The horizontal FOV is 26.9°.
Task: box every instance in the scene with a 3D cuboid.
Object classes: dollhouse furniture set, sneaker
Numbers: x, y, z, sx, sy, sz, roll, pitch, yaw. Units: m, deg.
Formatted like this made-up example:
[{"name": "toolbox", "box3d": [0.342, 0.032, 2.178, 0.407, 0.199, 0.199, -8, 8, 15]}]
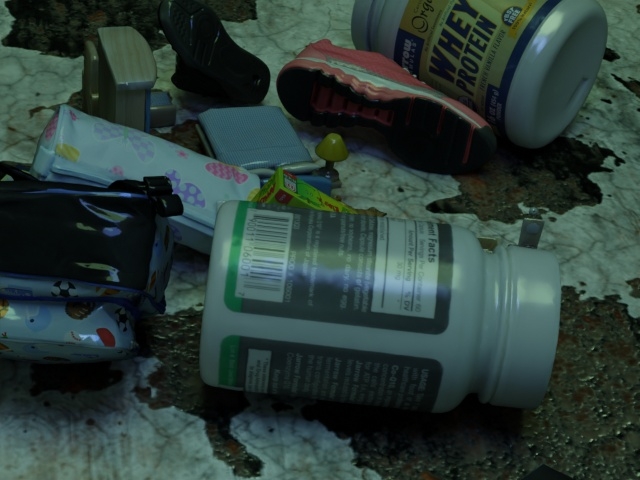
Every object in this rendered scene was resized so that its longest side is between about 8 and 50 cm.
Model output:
[{"name": "dollhouse furniture set", "box3d": [-0.138, -0.187, 1.745, 0.303, 0.198, 0.286, -6, 39, -18]}, {"name": "dollhouse furniture set", "box3d": [0.220, 0.001, 1.653, 0.114, 0.081, 0.091, 6, 37, -2]}, {"name": "sneaker", "box3d": [-0.178, -0.261, 1.855, 0.130, 0.227, 0.087, 6, 73, 33]}, {"name": "sneaker", "box3d": [0.104, -0.203, 1.845, 0.313, 0.116, 0.136, 22, 44, 4]}]

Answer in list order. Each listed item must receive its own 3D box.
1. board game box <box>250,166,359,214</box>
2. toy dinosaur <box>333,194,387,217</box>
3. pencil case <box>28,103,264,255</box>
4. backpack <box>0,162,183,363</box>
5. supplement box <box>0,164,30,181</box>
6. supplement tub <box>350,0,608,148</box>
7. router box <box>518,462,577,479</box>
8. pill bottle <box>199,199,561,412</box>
[{"name": "board game box", "box3d": [0.000, 0.000, 1.542, 0.181, 0.092, 0.043, 29, 30, -23]}, {"name": "toy dinosaur", "box3d": [-0.001, -0.017, 1.655, 0.112, 0.064, 0.211, 33, 44, 28]}, {"name": "pencil case", "box3d": [-0.205, -0.063, 1.571, 0.273, 0.113, 0.124, 21, 32, -20]}, {"name": "backpack", "box3d": [-0.270, 0.027, 1.406, 0.276, 0.213, 0.263, 9, -2, 5]}, {"name": "supplement box", "box3d": [-0.356, -0.030, 1.594, 0.056, 0.083, 0.083, 17, 39, 12]}, {"name": "supplement tub", "box3d": [0.224, -0.292, 1.921, 0.316, 0.228, 0.228, 30, 42, 27]}, {"name": "router box", "box3d": [0.202, 0.332, 1.154, 0.243, 0.081, 0.308, 23, 33, 38]}, {"name": "pill bottle", "box3d": [0.060, 0.075, 1.427, 0.360, 0.204, 0.204, 7, 37, -1]}]
